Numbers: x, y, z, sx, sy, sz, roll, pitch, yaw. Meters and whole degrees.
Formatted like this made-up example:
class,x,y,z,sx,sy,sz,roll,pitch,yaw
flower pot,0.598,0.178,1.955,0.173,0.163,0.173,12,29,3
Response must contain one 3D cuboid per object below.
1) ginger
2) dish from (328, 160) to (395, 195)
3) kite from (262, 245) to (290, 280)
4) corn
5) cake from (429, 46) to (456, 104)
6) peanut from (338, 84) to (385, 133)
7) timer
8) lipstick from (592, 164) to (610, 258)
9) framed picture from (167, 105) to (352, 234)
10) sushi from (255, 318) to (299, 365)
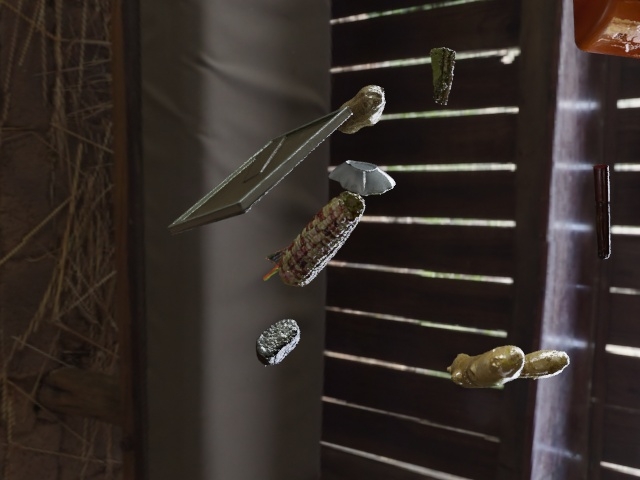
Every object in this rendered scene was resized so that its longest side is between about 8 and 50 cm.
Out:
class,x,y,z,sx,sy,sz,roll,pitch,yaw
ginger,0.471,0.366,1.895,0.363,0.348,0.122,-1,73,-51
dish,0.074,-0.128,1.277,0.091,0.137,0.039,-24,126,-39
kite,-0.086,0.051,1.846,0.183,0.241,0.014,-41,117,-8
corn,0.000,0.000,1.359,0.086,0.253,0.086,25,38,-21
cake,0.307,-0.410,1.670,0.051,0.055,0.140,3,81,-39
peanut,0.105,-0.349,1.828,0.099,0.214,0.099,11,71,-34
timer,0.724,-0.521,1.496,0.250,0.257,0.161,129,-32,-84
lipstick,0.510,-0.049,1.215,0.027,0.027,0.176,-33,119,-49
framed picture,-0.149,-0.173,1.668,0.446,0.326,0.028,-47,112,-36
sushi,-0.126,0.298,1.985,0.150,0.090,0.078,-44,153,-25
